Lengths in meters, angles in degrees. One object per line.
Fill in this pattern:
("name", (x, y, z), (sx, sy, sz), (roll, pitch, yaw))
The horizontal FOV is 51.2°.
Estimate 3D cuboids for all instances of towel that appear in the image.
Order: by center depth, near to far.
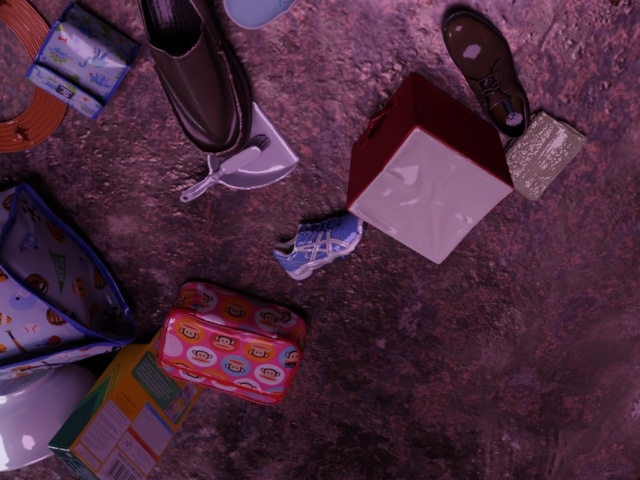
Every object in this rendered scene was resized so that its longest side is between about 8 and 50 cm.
("towel", (0.367, -0.142, 1.135), (0.110, 0.027, 0.148), (26, 124, -11))

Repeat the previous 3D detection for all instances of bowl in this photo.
("bowl", (-0.616, 0.353, 1.461), (0.298, 0.298, 0.134), (-14, 108, 16))

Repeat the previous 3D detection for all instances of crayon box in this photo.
("crayon box", (-0.399, 0.369, 1.435), (0.083, 0.322, 0.203), (-6, 127, 35))

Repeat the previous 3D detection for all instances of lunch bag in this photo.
("lunch bag", (-0.387, -0.279, 1.077), (0.129, 0.096, 0.151), (33, 127, -24))
("lunch bag", (-0.595, 0.130, 1.299), (0.328, 0.238, 0.385), (-17, 136, 15))
("lunch bag", (-0.193, 0.232, 1.420), (0.293, 0.120, 0.258), (18, 130, -5))

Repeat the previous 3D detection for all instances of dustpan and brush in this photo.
("dustpan and brush", (-0.162, -0.131, 1.180), (0.211, 0.060, 0.147), (-28, 118, 23))

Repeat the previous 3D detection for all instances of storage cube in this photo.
("storage cube", (0.167, -0.116, 1.075), (0.215, 0.193, 0.183), (30, 123, -16))

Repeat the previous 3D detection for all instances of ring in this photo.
("ring", (-0.595, -0.293, 1.130), (0.337, 0.032, 0.336), (3, 125, 4))

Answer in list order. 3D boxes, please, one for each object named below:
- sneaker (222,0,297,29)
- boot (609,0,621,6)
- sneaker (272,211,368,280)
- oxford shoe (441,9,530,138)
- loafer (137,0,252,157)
("sneaker", (-0.027, -0.424, 0.898), (0.135, 0.150, 0.366), (34, 122, -16))
("boot", (0.371, -0.381, 0.955), (0.114, 0.037, 0.106), (-8, 112, 8))
("sneaker", (0.000, 0.000, 1.246), (0.211, 0.080, 0.081), (-35, 118, 26))
("oxford shoe", (0.264, -0.252, 1.026), (0.083, 0.096, 0.227), (-30, 116, 27))
("loafer", (-0.211, -0.282, 1.021), (0.134, 0.130, 0.365), (-10, 119, 14))
